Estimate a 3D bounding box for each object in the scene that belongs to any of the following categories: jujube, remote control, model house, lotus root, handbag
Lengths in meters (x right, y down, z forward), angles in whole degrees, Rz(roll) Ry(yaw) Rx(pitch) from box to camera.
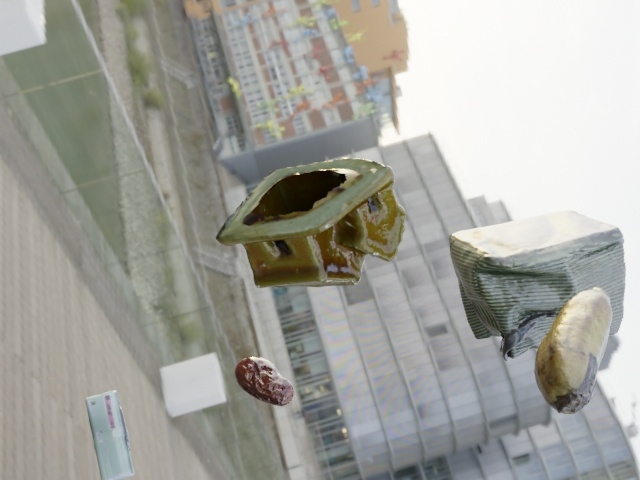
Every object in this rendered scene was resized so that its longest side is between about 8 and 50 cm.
[{"bbox_3d":[-0.104,0.269,1.502,0.129,0.077,0.077,27,-31,30],"label":"jujube"},{"bbox_3d":[-0.390,0.362,1.465,0.029,0.065,0.166,102,-29,-66],"label":"remote control"},{"bbox_3d":[0.009,0.003,1.294,0.173,0.268,0.239,-75,152,-43],"label":"model house"},{"bbox_3d":[0.398,0.170,1.240,0.258,0.097,0.110,-48,140,-44],"label":"lotus root"},{"bbox_3d":[0.440,0.088,1.597,0.247,0.340,0.240,-146,-133,-70],"label":"handbag"}]
